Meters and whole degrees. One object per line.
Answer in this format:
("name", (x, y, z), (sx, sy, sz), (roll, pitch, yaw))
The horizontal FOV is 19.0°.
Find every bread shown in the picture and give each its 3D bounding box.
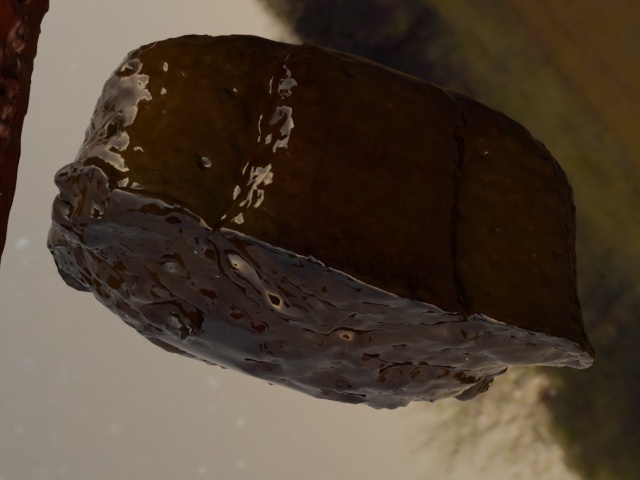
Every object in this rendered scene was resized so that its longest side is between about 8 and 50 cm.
("bread", (-0.010, 0.001, 0.880), (0.247, 0.135, 0.232), (18, 160, -18))

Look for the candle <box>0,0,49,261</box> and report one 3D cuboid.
("candle", (-0.088, 0.034, 0.368), (0.051, 0.048, 0.329), (118, 161, -53))
